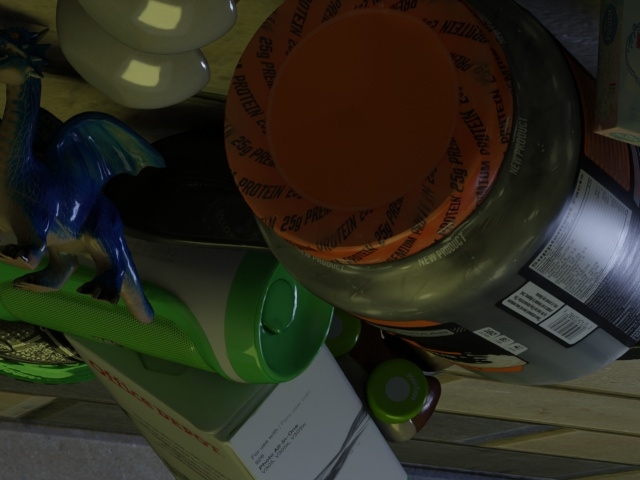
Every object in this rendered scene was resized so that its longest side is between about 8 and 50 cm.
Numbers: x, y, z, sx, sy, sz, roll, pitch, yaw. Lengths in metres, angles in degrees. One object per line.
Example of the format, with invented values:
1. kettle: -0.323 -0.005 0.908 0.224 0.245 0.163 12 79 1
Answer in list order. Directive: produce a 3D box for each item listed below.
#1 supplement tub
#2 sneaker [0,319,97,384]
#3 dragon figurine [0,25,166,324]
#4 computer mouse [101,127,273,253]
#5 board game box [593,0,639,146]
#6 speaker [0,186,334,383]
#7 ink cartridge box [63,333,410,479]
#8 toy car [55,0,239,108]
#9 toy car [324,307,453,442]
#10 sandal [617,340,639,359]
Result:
1. supplement tub: 0.081 -0.033 1.142 0.193 0.194 0.316 -2 166 25
2. sneaker: -0.172 0.046 1.802 0.343 0.134 0.146 -4 162 -6
3. dragon figurine: -0.161 -0.039 1.286 0.085 0.144 0.289 7 165 37
4. computer mouse: -0.022 -0.038 1.403 0.272 0.072 0.188 5 -163 4
5. board game box: 0.187 -0.092 1.073 0.090 0.090 0.020 14 164 -35
6. speaker: -0.141 0.024 1.523 0.296 0.131 0.131 12 173 31
7. ink cartridge box: -0.056 0.154 1.662 0.211 0.121 0.289 29 160 38
8. toy car: -0.061 -0.154 0.818 0.136 0.159 0.182 42 165 0
9. toy car: 0.074 0.063 1.690 0.149 0.188 0.155 43 166 4
10. sandal: 0.341 0.073 1.896 0.254 0.054 0.097 -15 166 32
